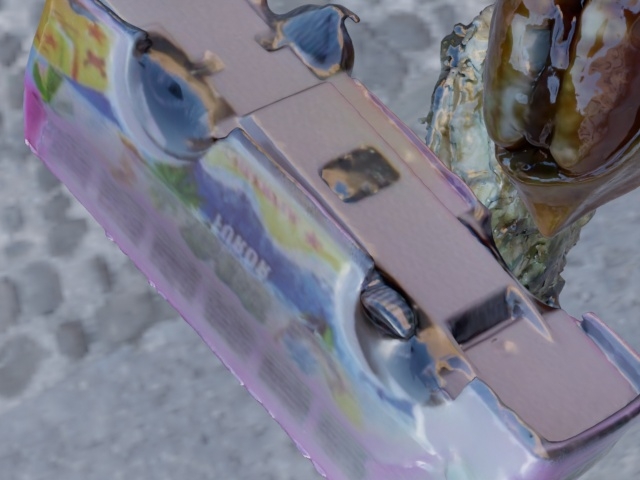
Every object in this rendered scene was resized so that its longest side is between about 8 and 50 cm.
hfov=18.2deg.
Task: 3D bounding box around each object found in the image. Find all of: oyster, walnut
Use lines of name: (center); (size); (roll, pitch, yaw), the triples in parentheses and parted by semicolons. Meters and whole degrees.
oyster: (0.124, -0.043, 1.241); (0.092, 0.198, 0.259); (4, 70, 25)
walnut: (0.122, -0.099, 0.822); (0.116, 0.116, 0.207); (22, 102, 26)

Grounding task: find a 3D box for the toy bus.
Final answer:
toy bus: (0.000, 0.000, 0.766); (0.274, 0.090, 0.112); (47, 134, 20)
